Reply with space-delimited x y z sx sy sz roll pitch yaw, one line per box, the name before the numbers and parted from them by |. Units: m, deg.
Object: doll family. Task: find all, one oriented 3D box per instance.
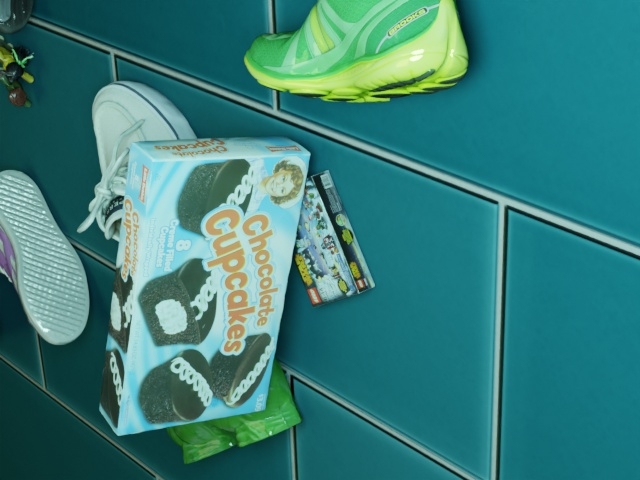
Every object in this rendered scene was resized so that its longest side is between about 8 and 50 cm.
doll family | -0.461 -0.263 1.798 0.076 0.193 0.111 -48 38 7

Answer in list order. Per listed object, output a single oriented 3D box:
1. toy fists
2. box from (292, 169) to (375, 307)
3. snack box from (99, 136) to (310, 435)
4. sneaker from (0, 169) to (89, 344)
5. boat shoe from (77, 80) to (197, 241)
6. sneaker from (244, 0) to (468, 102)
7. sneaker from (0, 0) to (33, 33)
toy fists | -0.136 0.196 1.642 0.279 0.096 0.142 -29 83 56
box | 0.000 0.000 1.418 0.094 0.027 0.137 -23 89 55
snack box | -0.127 0.048 1.393 0.060 0.187 0.322 38 126 48
sneaker | -0.433 0.048 1.956 0.282 0.102 0.161 67 149 19
boat shoe | -0.217 -0.042 1.538 0.136 0.156 0.367 -46 63 39
sneaker | 0.036 -0.196 1.225 0.295 0.109 0.123 3 88 53
sneaker | -0.468 -0.361 1.802 0.229 0.086 0.132 64 153 16
